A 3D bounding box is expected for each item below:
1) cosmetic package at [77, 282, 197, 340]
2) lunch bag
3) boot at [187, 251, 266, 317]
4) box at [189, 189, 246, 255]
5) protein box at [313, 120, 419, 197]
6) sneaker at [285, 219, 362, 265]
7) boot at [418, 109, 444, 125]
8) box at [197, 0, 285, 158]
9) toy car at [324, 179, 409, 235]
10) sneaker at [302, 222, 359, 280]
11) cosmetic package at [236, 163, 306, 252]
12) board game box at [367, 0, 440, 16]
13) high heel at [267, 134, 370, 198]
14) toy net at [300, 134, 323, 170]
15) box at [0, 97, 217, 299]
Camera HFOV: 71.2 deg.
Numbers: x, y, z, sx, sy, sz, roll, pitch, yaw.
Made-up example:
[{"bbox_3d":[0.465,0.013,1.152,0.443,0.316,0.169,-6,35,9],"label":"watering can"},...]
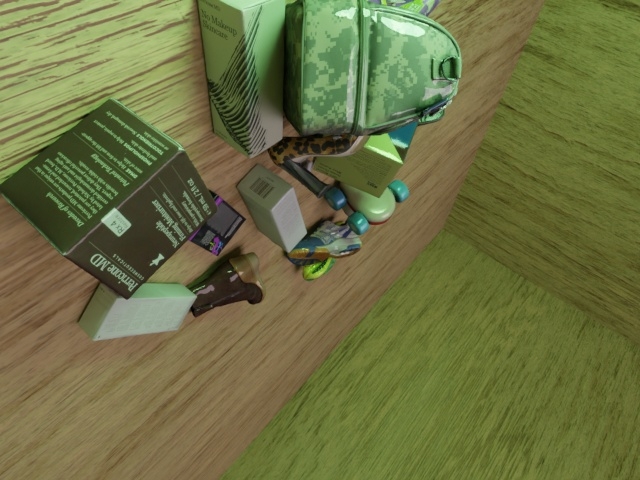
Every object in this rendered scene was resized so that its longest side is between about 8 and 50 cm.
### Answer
[{"bbox_3d":[-0.376,0.144,0.946,0.099,0.060,0.239,-60,159,5],"label":"cosmetic package"},{"bbox_3d":[0.067,-0.296,0.772,0.255,0.305,0.213,-5,113,-10],"label":"lunch bag"},{"bbox_3d":[-0.257,0.142,1.214,0.206,0.090,0.249,-32,153,-23],"label":"boot"},{"bbox_3d":[-0.242,-0.035,1.017,0.116,0.029,0.162,-53,158,-5],"label":"box"},{"bbox_3d":[0.108,-0.239,1.130,0.201,0.199,0.136,115,-2,-70],"label":"protein box"},{"bbox_3d":[0.000,0.000,1.514,0.296,0.131,0.112,-7,158,-37],"label":"sneaker"},{"bbox_3d":[0.261,-0.366,1.384,0.178,0.236,0.086,31,59,-73],"label":"boot"},{"bbox_3d":[-0.130,-0.288,0.770,0.094,0.113,0.275,-40,153,-31],"label":"box"},{"bbox_3d":[0.146,-0.121,1.523,0.219,0.210,0.238,-39,168,-14],"label":"toy car"},{"bbox_3d":[0.027,0.038,1.641,0.295,0.109,0.123,-41,174,-31],"label":"sneaker"},{"bbox_3d":[-0.114,-0.073,1.116,0.085,0.117,0.231,-48,159,-15],"label":"cosmetic package"},{"bbox_3d":[0.187,-0.573,0.898,0.347,0.208,0.056,-50,158,-12],"label":"board game box"},{"bbox_3d":[0.005,-0.247,0.976,0.261,0.186,0.093,-51,171,11],"label":"high heel"},{"bbox_3d":[-0.018,-0.259,1.160,0.122,0.045,0.232,-68,-179,-56],"label":"toy net"},{"bbox_3d":[-0.297,-0.060,0.663,0.203,0.167,0.168,-49,158,-17],"label":"box"}]
